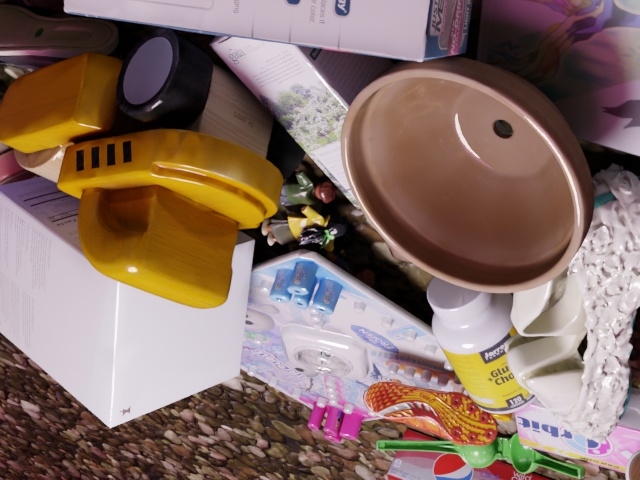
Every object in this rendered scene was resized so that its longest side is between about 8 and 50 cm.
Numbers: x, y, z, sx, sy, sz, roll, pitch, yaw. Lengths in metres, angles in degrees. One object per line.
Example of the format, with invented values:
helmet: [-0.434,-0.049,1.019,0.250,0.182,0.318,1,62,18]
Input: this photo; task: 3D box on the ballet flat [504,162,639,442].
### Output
ballet flat: [0.259,0.084,1.183,0.147,0.147,0.409,17,140,19]

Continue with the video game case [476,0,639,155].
video game case: [0.279,-0.192,0.906,0.299,0.036,0.329,19,145,16]

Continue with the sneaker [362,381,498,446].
sneaker: [0.141,0.214,1.413,0.175,0.064,0.067,19,175,5]

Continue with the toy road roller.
toy road roller: [-0.188,-0.057,1.157,0.329,0.241,0.202,-5,158,41]

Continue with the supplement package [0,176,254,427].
supplement package: [-0.245,0.053,1.355,0.262,0.198,0.199,30,124,37]

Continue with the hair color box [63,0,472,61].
hair color box: [-0.045,-0.258,0.931,0.347,0.105,0.174,13,107,25]

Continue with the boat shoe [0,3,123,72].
boat shoe: [-0.333,-0.218,1.288,0.233,0.084,0.079,13,143,19]

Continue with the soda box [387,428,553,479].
soda box: [0.234,0.373,1.646,0.263,0.083,0.092,17,145,17]

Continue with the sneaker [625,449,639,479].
sneaker: [0.501,0.305,1.307,0.290,0.106,0.123,8,162,10]

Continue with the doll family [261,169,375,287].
doll family: [0.000,0.000,1.338,0.111,0.076,0.193,-2,143,25]

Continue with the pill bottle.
pill bottle: [0.194,0.113,1.313,0.103,0.103,0.184,0,137,37]

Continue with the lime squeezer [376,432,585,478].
lime squeezer: [0.233,0.297,1.529,0.310,0.110,0.059,1,106,36]

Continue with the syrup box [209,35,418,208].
syrup box: [0.013,-0.150,1.105,0.093,0.096,0.237,-17,124,47]

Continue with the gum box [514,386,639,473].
gum box: [0.334,0.225,1.394,0.188,0.062,0.107,12,143,25]

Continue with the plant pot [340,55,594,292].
plant pot: [0.145,-0.077,1.008,0.237,0.110,0.237,23,139,22]

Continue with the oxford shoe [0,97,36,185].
oxford shoe: [-0.485,-0.116,1.541,0.348,0.123,0.130,-18,98,49]

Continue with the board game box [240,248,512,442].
board game box: [0.003,0.164,1.503,0.390,0.050,0.390,33,149,-28]
